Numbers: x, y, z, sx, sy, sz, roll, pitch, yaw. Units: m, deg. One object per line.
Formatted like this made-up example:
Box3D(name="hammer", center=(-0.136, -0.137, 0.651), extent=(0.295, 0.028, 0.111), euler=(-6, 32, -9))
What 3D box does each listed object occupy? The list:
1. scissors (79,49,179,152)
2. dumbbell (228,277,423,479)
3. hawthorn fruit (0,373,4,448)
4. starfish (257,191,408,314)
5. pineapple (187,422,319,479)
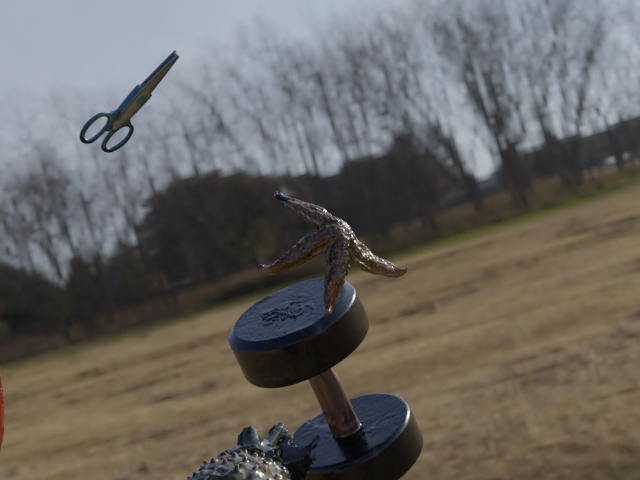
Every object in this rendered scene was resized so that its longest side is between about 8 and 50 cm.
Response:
Box3D(name="scissors", center=(-0.168, -0.127, 1.371), extent=(0.119, 0.014, 0.058), euler=(-45, -32, 13))
Box3D(name="dumbbell", center=(0.007, 0.166, 1.668), extent=(0.152, 0.218, 0.152), euler=(-21, 21, 9))
Box3D(name="hawthorn fruit", center=(-0.313, 0.139, 1.173), extent=(0.148, 0.172, 0.148), euler=(-11, 15, 3))
Box3D(name="starfish", center=(0.001, -0.003, 1.318), extent=(0.133, 0.130, 0.041), euler=(-18, -26, -42))
Box3D(name="pineapple", center=(-0.058, 0.226, 1.358), extent=(0.125, 0.125, 0.251), euler=(-16, 5, 8))
